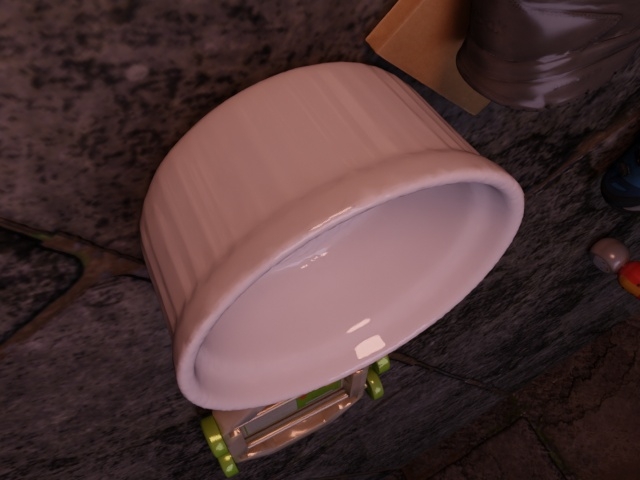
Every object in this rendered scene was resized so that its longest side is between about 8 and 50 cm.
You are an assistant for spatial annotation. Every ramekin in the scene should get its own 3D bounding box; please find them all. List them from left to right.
[{"bbox_3d":[0.000,0.000,0.486,0.277,0.135,0.277,-24,151,-14],"label":"ramekin"}]

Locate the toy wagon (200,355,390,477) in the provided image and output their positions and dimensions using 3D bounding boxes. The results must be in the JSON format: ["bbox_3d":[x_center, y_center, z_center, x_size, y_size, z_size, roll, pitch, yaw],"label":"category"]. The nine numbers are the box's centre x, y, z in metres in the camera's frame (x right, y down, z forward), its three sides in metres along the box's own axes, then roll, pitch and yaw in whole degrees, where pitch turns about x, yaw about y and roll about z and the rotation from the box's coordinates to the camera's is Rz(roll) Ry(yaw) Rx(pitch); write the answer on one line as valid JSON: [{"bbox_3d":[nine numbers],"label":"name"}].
[{"bbox_3d":[-0.034,0.213,0.876,0.267,0.068,0.344,-24,151,-14],"label":"toy wagon"}]

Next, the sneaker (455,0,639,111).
[{"bbox_3d":[0.219,-0.189,0.392,0.286,0.109,0.130,-29,146,-9],"label":"sneaker"}]

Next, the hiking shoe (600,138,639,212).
[{"bbox_3d":[0.442,-0.153,0.750,0.132,0.113,0.304,23,134,-22],"label":"hiking shoe"}]

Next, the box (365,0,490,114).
[{"bbox_3d":[0.146,-0.187,0.449,0.201,0.021,0.164,-45,150,24],"label":"box"}]

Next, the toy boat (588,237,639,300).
[{"bbox_3d":[0.573,-0.037,1.026,0.268,0.148,0.318,-16,141,-38],"label":"toy boat"}]
